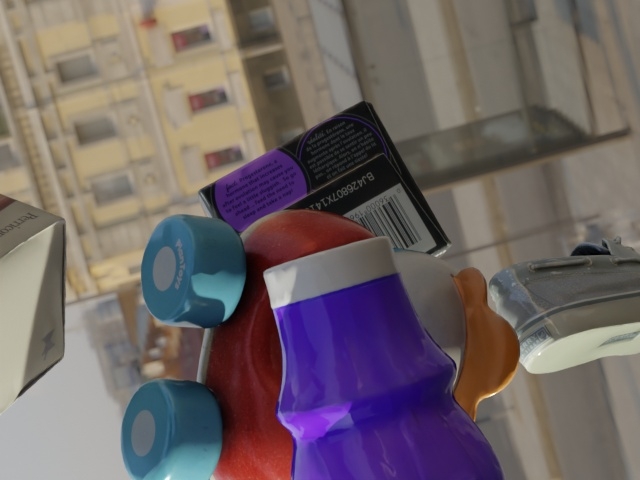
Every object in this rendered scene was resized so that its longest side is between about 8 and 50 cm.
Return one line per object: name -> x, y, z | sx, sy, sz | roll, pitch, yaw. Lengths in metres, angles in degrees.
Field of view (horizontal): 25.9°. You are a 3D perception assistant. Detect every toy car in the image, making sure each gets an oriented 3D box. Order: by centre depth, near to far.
toy car -> 0.030, 0.085, 0.876 | 0.238, 0.219, 0.210 | 2, 84, 54

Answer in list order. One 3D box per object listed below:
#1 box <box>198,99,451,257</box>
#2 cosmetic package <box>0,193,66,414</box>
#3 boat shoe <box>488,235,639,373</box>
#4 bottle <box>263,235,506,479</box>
box -> 0.000, 0.000, 1.236 | 0.143, 0.165, 0.270 | 61, 175, 6
cosmetic package -> -0.341, 0.018, 0.971 | 0.153, 0.296, 0.129 | -45, -31, -53
boat shoe -> 0.205, 0.034, 0.974 | 0.079, 0.228, 0.081 | -45, 63, 39
bottle -> 0.041, 0.141, 0.683 | 0.118, 0.092, 0.282 | -21, 85, 60
